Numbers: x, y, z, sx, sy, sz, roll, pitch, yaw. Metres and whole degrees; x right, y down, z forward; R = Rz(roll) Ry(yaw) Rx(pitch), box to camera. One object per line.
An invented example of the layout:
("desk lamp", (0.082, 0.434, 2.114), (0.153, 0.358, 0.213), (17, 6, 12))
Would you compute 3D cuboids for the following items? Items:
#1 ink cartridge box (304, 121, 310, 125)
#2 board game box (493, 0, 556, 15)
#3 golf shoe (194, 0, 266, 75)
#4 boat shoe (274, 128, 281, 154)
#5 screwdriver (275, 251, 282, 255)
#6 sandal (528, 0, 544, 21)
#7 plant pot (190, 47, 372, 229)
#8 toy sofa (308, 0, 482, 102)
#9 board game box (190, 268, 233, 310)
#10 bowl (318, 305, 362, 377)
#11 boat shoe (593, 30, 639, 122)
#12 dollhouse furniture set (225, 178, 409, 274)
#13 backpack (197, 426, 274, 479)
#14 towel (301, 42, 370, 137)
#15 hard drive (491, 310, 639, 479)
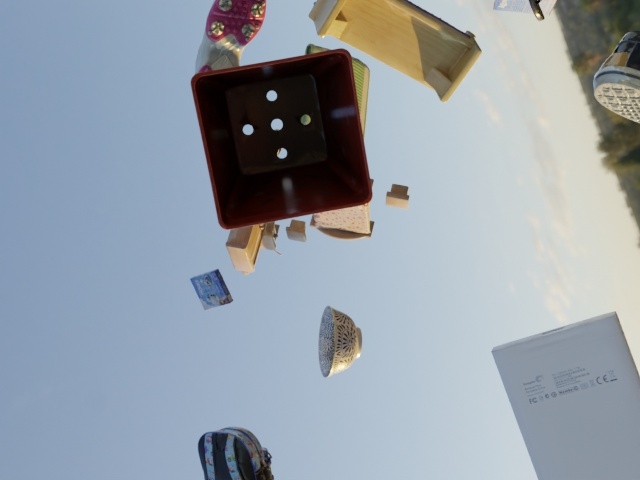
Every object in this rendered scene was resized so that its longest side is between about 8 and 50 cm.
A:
("ink cartridge box", (0.012, -0.197, 2.091), (0.056, 0.135, 0.099), (69, -136, -69))
("board game box", (0.507, -0.613, 2.224), (0.281, 0.145, 0.027), (73, -156, -81))
("golf shoe", (-0.202, -0.426, 1.920), (0.115, 0.306, 0.140), (13, -155, -24))
("boat shoe", (-0.126, -0.236, 2.399), (0.135, 0.045, 0.050), (-61, -40, -28))
("screwdriver", (-0.163, 0.009, 2.679), (0.170, 0.025, 0.024), (26, -165, -43))
("sandal", (0.346, -0.442, 1.495), (0.067, 0.040, 0.179), (-68, -38, -62))
("plant pot", (-0.073, -0.193, 1.647), (0.236, 0.267, 0.267), (-115, 15, -75))
("toy sofa", (0.165, -0.472, 2.058), (0.363, 0.150, 0.177), (24, -152, -21))
("board game box", (-0.271, 0.122, 2.293), (0.020, 0.090, 0.090), (-36, -76, -51))
("bowl", (0.051, 0.240, 2.176), (0.170, 0.080, 0.170), (-176, 90, -78))
("boat shoe", (0.780, -0.261, 1.800), (0.187, 0.500, 0.156), (120, 174, -74))
("dollhouse furniture set", (0.000, 0.000, 1.959), (0.303, 0.356, 0.173), (80, -157, -63))
("backpack", (-0.192, 0.493, 2.080), (0.117, 0.158, 0.173), (-36, -62, -56))
("towel", (0.038, -0.368, 2.423), (0.325, 0.038, 0.247), (-4, -79, -59))
("hard drive", (0.435, 0.298, 1.515), (0.318, 0.210, 0.040), (70, -161, -2))
